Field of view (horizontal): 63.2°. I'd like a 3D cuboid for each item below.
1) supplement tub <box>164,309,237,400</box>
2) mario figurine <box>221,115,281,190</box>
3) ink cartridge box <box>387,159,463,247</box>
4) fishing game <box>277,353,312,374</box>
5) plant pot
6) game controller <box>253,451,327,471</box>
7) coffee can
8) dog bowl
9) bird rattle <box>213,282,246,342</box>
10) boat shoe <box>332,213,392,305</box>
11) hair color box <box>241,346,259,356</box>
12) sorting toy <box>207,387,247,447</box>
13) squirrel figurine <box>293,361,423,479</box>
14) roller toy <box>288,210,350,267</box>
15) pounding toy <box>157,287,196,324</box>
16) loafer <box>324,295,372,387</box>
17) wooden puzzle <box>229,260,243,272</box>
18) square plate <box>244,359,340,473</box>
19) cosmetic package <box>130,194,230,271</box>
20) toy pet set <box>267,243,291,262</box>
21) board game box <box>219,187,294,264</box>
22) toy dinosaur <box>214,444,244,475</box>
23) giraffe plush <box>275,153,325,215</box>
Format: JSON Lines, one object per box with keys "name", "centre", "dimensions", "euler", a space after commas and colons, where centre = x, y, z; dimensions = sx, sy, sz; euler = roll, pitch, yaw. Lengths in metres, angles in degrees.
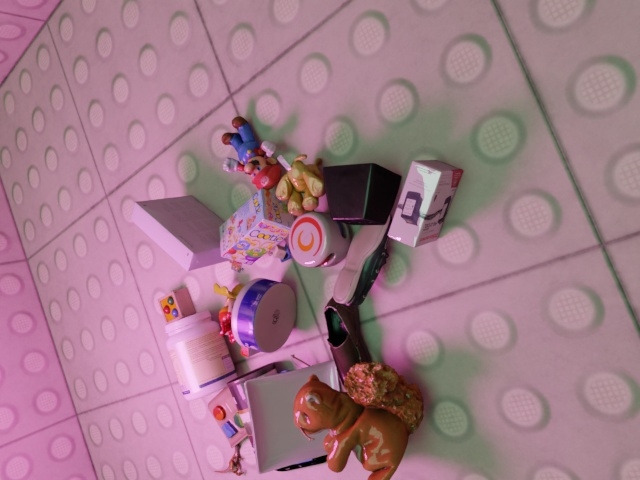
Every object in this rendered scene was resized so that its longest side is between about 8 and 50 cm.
{"name": "supplement tub", "centre": [-0.508, 0.480, 2.189], "dimensions": [0.235, 0.235, 0.324], "euler": [-26, 82, 36]}
{"name": "mario figurine", "centre": [-0.267, -0.314, 1.918], "dimensions": [0.320, 0.170, 0.198], "euler": [55, 158, 25]}
{"name": "ink cartridge box", "centre": [0.310, -0.111, 1.538], "dimensions": [0.100, 0.172, 0.237], "euler": [28, 113, 29]}
{"name": "fishing game", "centre": [-0.106, 0.576, 1.933], "dimensions": [0.189, 0.041, 0.264], "euler": [35, 81, -5]}
{"name": "plant pot", "centre": [0.128, -0.137, 1.635], "dimensions": [0.188, 0.187, 0.166], "euler": [0, 84, 36]}
{"name": "game controller", "centre": [-0.120, 0.840, 2.050], "dimensions": [0.319, 0.067, 0.166], "euler": [-29, 104, 36]}
{"name": "coffee can", "centre": [-0.222, 0.645, 2.032], "dimensions": [0.202, 0.202, 0.275], "euler": [-29, 81, 36]}
{"name": "dog bowl", "centre": [-0.203, 0.275, 1.917], "dimensions": [0.104, 0.265, 0.264], "euler": [8, 103, 33]}
{"name": "bird rattle", "centre": [-0.355, 0.299, 2.098], "dimensions": [0.207, 0.143, 0.253], "euler": [120, 144, -55]}
{"name": "boat shoe", "centre": [0.163, 0.063, 1.709], "dimensions": [0.127, 0.113, 0.339], "euler": [15, 80, 55]}
{"name": "hair color box", "centre": [-0.283, 0.395, 2.115], "dimensions": [0.043, 0.072, 0.141], "euler": [11, 103, 35]}
{"name": "sorting toy", "centre": [-0.362, 0.732, 2.238], "dimensions": [0.307, 0.041, 0.229], "euler": [-46, 68, 29]}
{"name": "squirrel figurine", "centre": [0.118, 0.546, 1.694], "dimensions": [0.371, 0.281, 0.396], "euler": [35, 100, 4]}
{"name": "roller toy", "centre": [0.000, 0.000, 1.797], "dimensions": [0.191, 0.146, 0.209], "euler": [18, 100, 40]}
{"name": "pounding toy", "centre": [-0.660, 0.345, 2.364], "dimensions": [0.181, 0.094, 0.205], "euler": [-27, 81, 36]}
{"name": "loafer", "centre": [0.075, 0.369, 1.815], "dimensions": [0.134, 0.130, 0.365], "euler": [-15, 89, 37]}
{"name": "wooden puzzle", "centre": [-0.349, 0.104, 2.154], "dimensions": [0.083, 0.006, 0.049], "euler": [21, 109, 32]}
{"name": "square plate", "centre": [-0.087, 0.632, 1.891], "dimensions": [0.049, 0.348, 0.343], "euler": [-177, 79, -71]}
{"name": "cosmetic package", "centre": [-0.526, -0.041, 2.086], "dimensions": [0.377, 0.284, 0.097], "euler": [37, 117, 26]}
{"name": "toy pet set", "centre": [-0.146, 0.021, 1.976], "dimensions": [0.122, 0.065, 0.114], "euler": [-62, 29, 22]}
{"name": "board game box", "centre": [-0.240, -0.045, 1.937], "dimensions": [0.275, 0.142, 0.144], "euler": [-37, 49, 35]}
{"name": "toy dinosaur", "centre": [-0.389, 0.995, 2.310], "dimensions": [0.211, 0.064, 0.112], "euler": [-61, 39, 16]}
{"name": "giraffe plush", "centre": [-0.049, -0.203, 1.787], "dimensions": [0.182, 0.170, 0.210], "euler": [-24, 87, 26]}
